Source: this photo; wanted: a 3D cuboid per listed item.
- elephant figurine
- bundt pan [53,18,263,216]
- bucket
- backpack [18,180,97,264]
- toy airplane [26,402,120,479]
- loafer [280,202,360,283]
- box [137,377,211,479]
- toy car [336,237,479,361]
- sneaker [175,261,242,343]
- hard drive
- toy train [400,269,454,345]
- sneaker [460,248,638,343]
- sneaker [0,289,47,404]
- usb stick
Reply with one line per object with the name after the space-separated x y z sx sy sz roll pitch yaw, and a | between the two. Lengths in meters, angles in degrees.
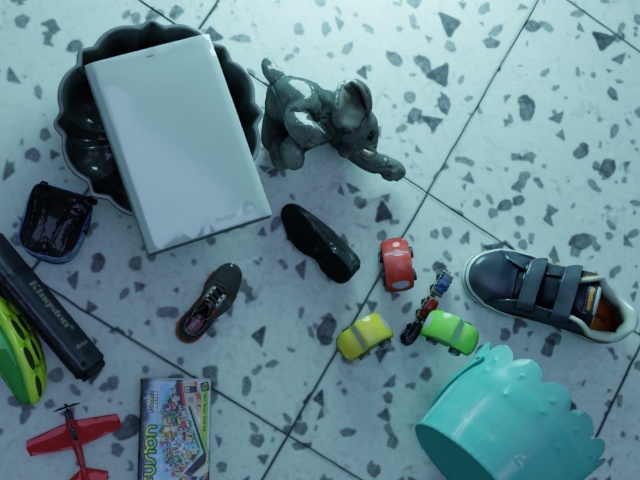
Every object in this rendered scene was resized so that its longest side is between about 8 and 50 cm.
0.026 -0.204 1.664 0.239 0.186 0.169 -10 41 -26 | elephant figurine
-0.267 -0.183 1.580 0.331 0.124 0.330 3 80 -15 | bundt pan
0.301 0.327 1.579 0.183 0.281 0.281 -40 93 -17 | bucket
-0.422 -0.021 1.533 0.105 0.084 0.114 18 73 -8 | backpack
-0.384 0.330 1.518 0.151 0.028 0.151 3 80 -16 | toy airplane
0.000 0.000 1.664 0.170 0.062 0.061 49 34 4 | loafer
-0.236 0.326 1.553 0.114 0.036 0.206 2 81 -14 | box
0.166 0.127 1.649 0.225 0.053 0.239 24 76 10 | toy car
-0.177 0.103 1.589 0.061 0.065 0.158 35 75 -7 | sneaker
-0.221 -0.152 1.504 0.203 0.040 0.307 -18 86 -17 | hard drive
0.189 0.117 1.698 0.027 0.036 0.158 35 74 -7 | toy train
0.416 0.094 1.717 0.321 0.127 0.126 19 79 -10 | sneaker
-0.530 0.137 1.484 0.123 0.109 0.295 -38 91 1 | sneaker
-0.443 0.103 1.516 0.045 0.077 0.278 -38 93 12 | usb stick
